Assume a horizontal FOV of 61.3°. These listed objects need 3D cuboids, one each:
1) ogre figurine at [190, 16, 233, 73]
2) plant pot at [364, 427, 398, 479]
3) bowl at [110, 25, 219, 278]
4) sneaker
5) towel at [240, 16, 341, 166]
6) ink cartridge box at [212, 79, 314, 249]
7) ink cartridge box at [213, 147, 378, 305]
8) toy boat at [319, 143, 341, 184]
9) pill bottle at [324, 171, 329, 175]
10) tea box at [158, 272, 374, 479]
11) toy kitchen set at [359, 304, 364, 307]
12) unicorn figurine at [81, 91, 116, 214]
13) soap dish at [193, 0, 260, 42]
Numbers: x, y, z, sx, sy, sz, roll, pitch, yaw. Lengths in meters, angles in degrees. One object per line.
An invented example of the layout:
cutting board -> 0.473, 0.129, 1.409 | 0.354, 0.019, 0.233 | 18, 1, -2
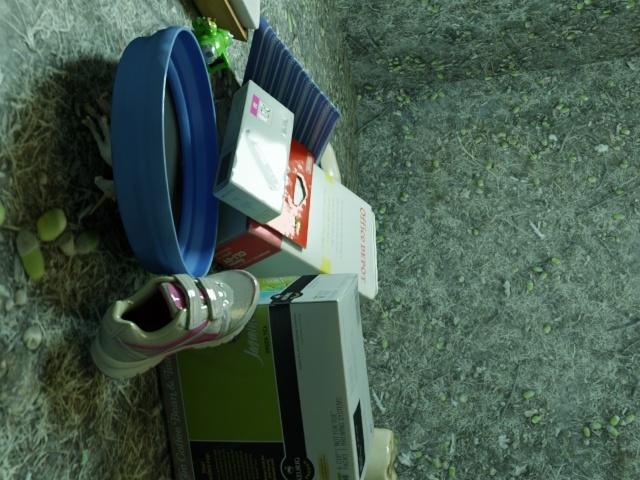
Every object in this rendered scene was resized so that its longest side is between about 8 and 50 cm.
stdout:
ogre figurine -> -0.233, -0.357, 1.003 | 0.197, 0.118, 0.096 | -57, 141, -72
plant pot -> 0.064, 0.666, 1.570 | 0.334, 0.306, 0.333 | -5, 90, -79
bowl -> -0.231, -0.129, 0.854 | 0.391, 0.077, 0.391 | 178, -90, -89
sneaker -> -0.186, 0.098, 0.749 | 0.103, 0.252, 0.111 | 51, -39, 19
towel -> -0.079, -0.332, 1.289 | 0.336, 0.040, 0.243 | 55, -32, 18
ink cartridge box -> -0.086, -0.150, 1.084 | 0.239, 0.060, 0.275 | 31, 47, -34
ink cartridge box -> -0.053, -0.026, 1.235 | 0.385, 0.160, 0.279 | 32, 46, -36
toy boat -> -0.019, -0.309, 1.993 | 0.318, 0.148, 0.267 | 77, 0, -54
pill bottle -> -0.008, -0.062, 1.826 | 0.176, 0.176, 0.318 | -74, 157, -59
tea box -> -0.088, 0.244, 0.957 | 0.220, 0.324, 0.328 | -36, 122, -76
toy kitchen set -> 0.081, 0.216, 1.649 | 0.083, 0.068, 0.075 | 22, 50, -26
unicorn figurine -> -0.295, -0.133, 0.758 | 0.111, 0.060, 0.162 | 75, 15, -44
soap dish -> -0.223, -0.601, 1.145 | 0.291, 0.118, 0.228 | 55, 33, -69
